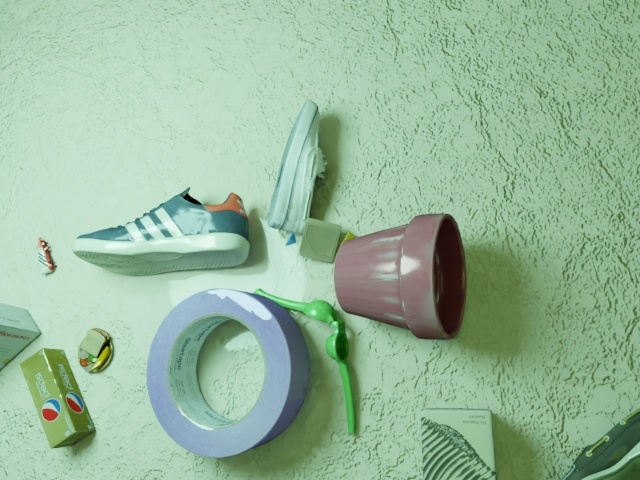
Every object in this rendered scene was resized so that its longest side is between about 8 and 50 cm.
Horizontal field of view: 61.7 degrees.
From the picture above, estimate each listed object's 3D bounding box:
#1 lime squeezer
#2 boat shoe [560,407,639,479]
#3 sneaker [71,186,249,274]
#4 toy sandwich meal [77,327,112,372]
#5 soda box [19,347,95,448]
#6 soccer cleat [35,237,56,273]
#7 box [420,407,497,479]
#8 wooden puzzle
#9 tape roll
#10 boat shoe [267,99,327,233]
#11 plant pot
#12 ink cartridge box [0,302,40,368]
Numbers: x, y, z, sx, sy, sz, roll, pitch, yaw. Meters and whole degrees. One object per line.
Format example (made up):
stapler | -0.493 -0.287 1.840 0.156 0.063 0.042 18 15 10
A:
lime squeezer | -0.001 0.177 0.939 0.110 0.059 0.310 -38 70 0
boat shoe | 0.423 0.335 0.789 0.227 0.069 0.081 -38 109 5
sneaker | -0.304 -0.024 1.040 0.349 0.131 0.148 -2 67 7
toy sandwich meal | -0.444 0.215 1.046 0.085 0.029 0.086 -4 74 12
soda box | -0.501 0.297 1.019 0.058 0.061 0.181 -35 70 2
soccer cleat | -0.589 0.032 1.134 0.035 0.029 0.083 -28 75 0
box | 0.212 0.396 0.805 0.113 0.094 0.276 -5 73 13
wooden puzzle | 0.000 0.000 0.993 0.116 0.014 0.079 20 97 -7
tape roll | -0.161 0.223 0.926 0.274 0.090 0.275 -4 77 19
boat shoe | -0.032 -0.139 1.028 0.084 0.095 0.258 16 85 -14
plant pot | 0.128 0.058 0.881 0.180 0.201 0.202 -2 73 29
ink cartridge box | -0.670 0.205 1.051 0.175 0.127 0.072 -42 67 -2
